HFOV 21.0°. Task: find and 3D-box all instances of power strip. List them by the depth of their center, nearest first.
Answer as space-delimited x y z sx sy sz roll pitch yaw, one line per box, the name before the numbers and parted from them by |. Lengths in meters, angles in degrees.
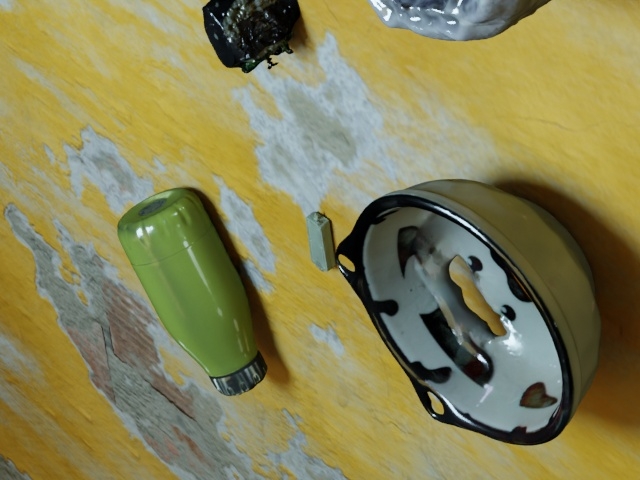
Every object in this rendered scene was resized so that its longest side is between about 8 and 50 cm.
power strip | 0.000 0.000 1.914 0.027 0.017 0.083 32 146 34

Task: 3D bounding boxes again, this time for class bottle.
bottle | -0.148 0.069 2.117 0.112 0.112 0.260 3 124 56

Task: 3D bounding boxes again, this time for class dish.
dish | 0.161 0.049 1.610 0.303 0.120 0.303 37 148 29

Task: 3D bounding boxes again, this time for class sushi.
sushi | -0.066 -0.211 1.711 0.056 0.083 0.085 11 129 51

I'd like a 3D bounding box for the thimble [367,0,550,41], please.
thimble | 0.099 -0.273 1.312 0.245 0.157 0.217 40 148 27
